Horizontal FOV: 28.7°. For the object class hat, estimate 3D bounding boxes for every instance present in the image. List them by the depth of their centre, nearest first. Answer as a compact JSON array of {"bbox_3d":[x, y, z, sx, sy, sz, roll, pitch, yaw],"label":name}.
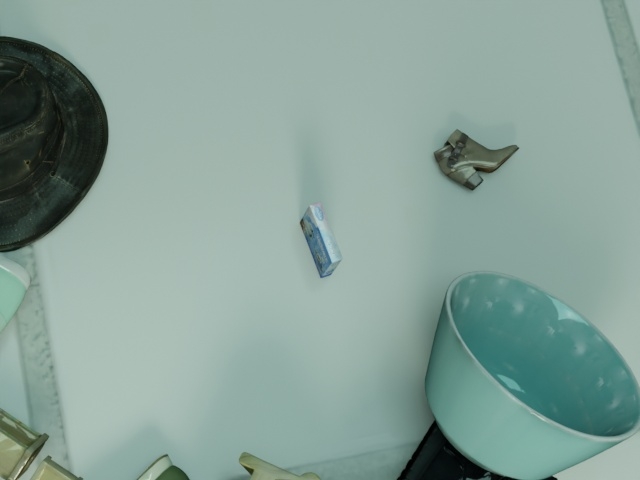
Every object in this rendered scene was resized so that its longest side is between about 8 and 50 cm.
[{"bbox_3d":[-0.450,-0.153,1.720,0.331,0.134,0.331,3,74,-12],"label":"hat"}]

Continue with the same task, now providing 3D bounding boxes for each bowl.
[{"bbox_3d":[0.266,0.204,1.708,0.311,0.163,0.311,23,32,-16],"label":"bowl"}]

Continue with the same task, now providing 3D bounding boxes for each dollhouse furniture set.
[{"bbox_3d":[-0.422,0.318,1.628,0.182,0.101,0.161,34,95,-1],"label":"dollhouse furniture set"}]

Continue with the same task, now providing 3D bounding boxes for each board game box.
[{"bbox_3d":[0.000,0.000,1.788,0.020,0.090,0.090,-18,78,-16],"label":"board game box"}]

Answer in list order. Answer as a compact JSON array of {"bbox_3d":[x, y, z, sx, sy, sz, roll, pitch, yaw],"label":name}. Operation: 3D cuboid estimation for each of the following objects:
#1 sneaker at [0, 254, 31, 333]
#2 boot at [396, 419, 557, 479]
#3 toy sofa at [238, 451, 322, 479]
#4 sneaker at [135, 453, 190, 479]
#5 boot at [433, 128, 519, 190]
[{"bbox_3d":[-0.528,0.059,1.647,0.256,0.094,0.151,23,55,-7],"label":"sneaker"},{"bbox_3d":[0.198,0.378,1.715,0.207,0.094,0.246,35,64,4],"label":"boot"},{"bbox_3d":[-0.085,0.468,1.569,0.177,0.150,0.363,18,68,28],"label":"toy sofa"},{"bbox_3d":[-0.240,0.376,1.641,0.086,0.064,0.192,42,67,8],"label":"sneaker"},{"bbox_3d":[0.234,-0.135,1.902,0.118,0.042,0.087,-39,83,-19],"label":"boot"}]
